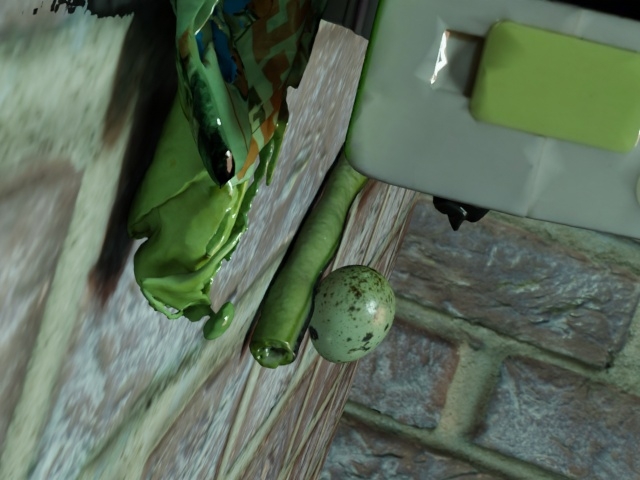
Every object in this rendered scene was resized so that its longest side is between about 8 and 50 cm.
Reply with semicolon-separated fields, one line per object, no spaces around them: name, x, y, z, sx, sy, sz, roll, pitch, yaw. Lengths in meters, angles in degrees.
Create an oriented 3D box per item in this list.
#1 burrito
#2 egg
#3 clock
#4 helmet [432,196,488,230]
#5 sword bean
burrito;-0.028;-0.086;0.555;0.104;0.054;0.288;-56;165;-65
egg;0.029;0.075;1.499;0.085;0.085;0.110;-62;177;-55
clock;0.092;-0.150;0.652;0.309;0.166;0.235;-115;-142;-77
helmet;0.156;-0.149;1.550;0.279;0.160;0.230;-54;-172;49
sword bean;0.000;-0.001;1.208;0.269;0.038;0.043;-65;167;-47
